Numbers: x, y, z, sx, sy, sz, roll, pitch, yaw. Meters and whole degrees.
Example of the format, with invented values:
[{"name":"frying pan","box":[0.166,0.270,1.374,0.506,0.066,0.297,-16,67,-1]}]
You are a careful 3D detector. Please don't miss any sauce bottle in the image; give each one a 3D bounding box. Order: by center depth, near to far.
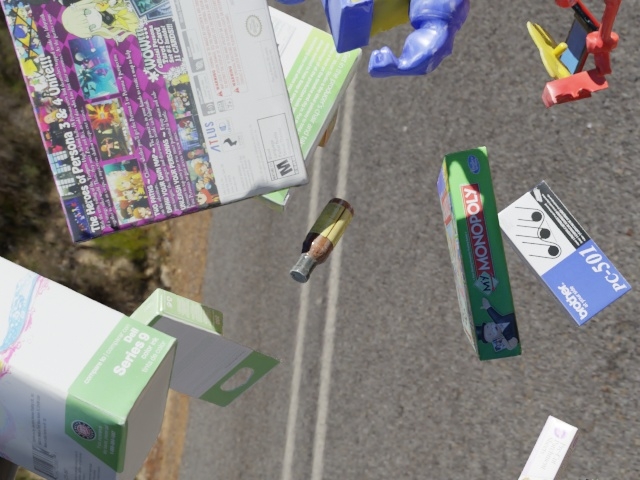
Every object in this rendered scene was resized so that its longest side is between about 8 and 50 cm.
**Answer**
[{"name":"sauce bottle","box":[0.000,0.000,1.017,0.128,0.042,0.042,-55,10,-32]}]

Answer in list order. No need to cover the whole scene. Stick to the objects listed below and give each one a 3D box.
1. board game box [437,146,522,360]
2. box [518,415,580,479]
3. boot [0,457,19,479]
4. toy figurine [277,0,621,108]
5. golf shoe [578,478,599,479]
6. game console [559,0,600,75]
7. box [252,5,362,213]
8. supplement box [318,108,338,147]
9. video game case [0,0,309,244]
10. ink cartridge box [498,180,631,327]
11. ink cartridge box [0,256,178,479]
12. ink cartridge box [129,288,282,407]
[{"name":"board game box","box":[0.183,0.016,0.931,0.317,0.046,0.214,10,-111,-82]},{"name":"box","box":[0.432,0.521,1.585,0.067,0.063,0.324,24,78,33]},{"name":"boot","box":[-0.319,0.202,0.857,0.207,0.246,0.094,-64,-17,22]},{"name":"toy figurine","box":[0.053,-0.253,0.571,0.191,0.217,0.363,68,-175,-76]},{"name":"golf shoe","box":[0.323,0.328,0.745,0.120,0.105,0.273,-40,33,-21]},{"name":"game console","box":[0.350,-0.308,1.126,0.085,0.124,0.144,-41,16,23]},{"name":"box","box":[-0.138,-0.207,1.003,0.232,0.322,0.058,-63,-5,-9]},{"name":"supplement box","box":[-0.091,-0.216,1.231,0.078,0.233,0.080,-65,-16,-53]},{"name":"video game case","box":[-0.136,-0.135,0.654,0.042,0.210,0.232,-146,41,-74]},{"name":"ink cartridge box","box":[0.365,0.021,1.183,0.097,0.207,0.046,-37,-13,1]},{"name":"ink cartridge box","box":[-0.236,0.110,0.635,0.154,0.212,0.093,109,-174,-45]},{"name":"ink cartridge box","box":[-0.204,0.180,1.247,0.171,0.235,0.056,-42,39,31]}]
